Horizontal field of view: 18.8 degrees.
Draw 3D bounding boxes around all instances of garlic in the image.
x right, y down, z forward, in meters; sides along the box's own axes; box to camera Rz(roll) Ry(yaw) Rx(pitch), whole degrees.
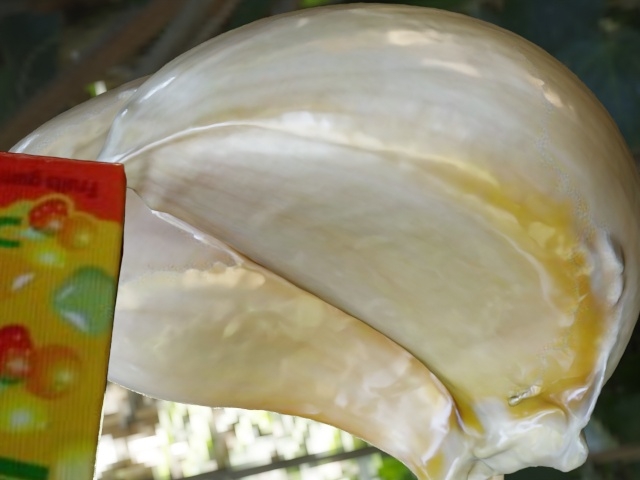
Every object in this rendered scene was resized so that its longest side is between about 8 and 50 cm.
[{"bbox_3d":[0.000,0.000,0.953,0.249,0.313,0.286,-61,10,-4],"label":"garlic"}]

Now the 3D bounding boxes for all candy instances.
[{"bbox_3d":[-0.075,0.037,0.392,0.038,0.062,0.122,102,172,-54],"label":"candy"}]
